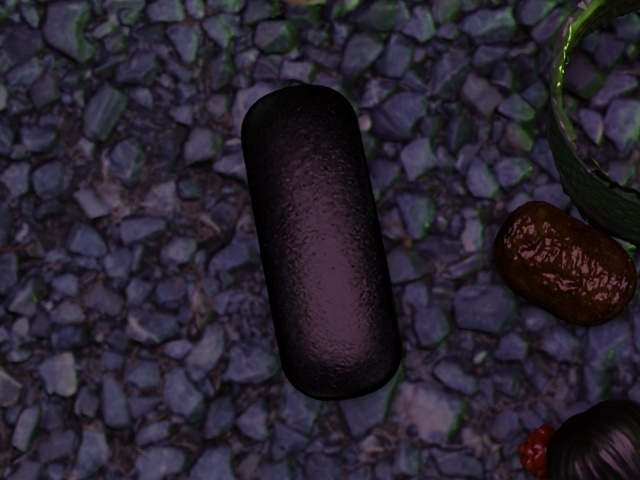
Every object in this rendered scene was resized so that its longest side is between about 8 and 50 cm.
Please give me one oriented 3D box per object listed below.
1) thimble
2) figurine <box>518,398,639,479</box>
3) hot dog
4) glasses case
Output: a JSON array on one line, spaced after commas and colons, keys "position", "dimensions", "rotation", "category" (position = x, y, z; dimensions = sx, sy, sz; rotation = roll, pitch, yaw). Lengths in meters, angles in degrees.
[{"position": [0.352, -0.129, 1.621], "dimensions": [0.271, 0.150, 0.271], "rotation": [-2, 77, 7], "category": "thimble"}, {"position": [0.296, 0.267, 1.566], "dimensions": [0.138, 0.110, 0.245], "rotation": [-31, 83, 16], "category": "figurine"}, {"position": [0.241, 0.022, 1.644], "dimensions": [0.147, 0.065, 0.099], "rotation": [28, 81, -1], "category": "hot dog"}, {"position": [0.000, 0.000, 1.659], "dimensions": [0.122, 0.082, 0.321], "rotation": [-12, 78, 3], "category": "glasses case"}]
